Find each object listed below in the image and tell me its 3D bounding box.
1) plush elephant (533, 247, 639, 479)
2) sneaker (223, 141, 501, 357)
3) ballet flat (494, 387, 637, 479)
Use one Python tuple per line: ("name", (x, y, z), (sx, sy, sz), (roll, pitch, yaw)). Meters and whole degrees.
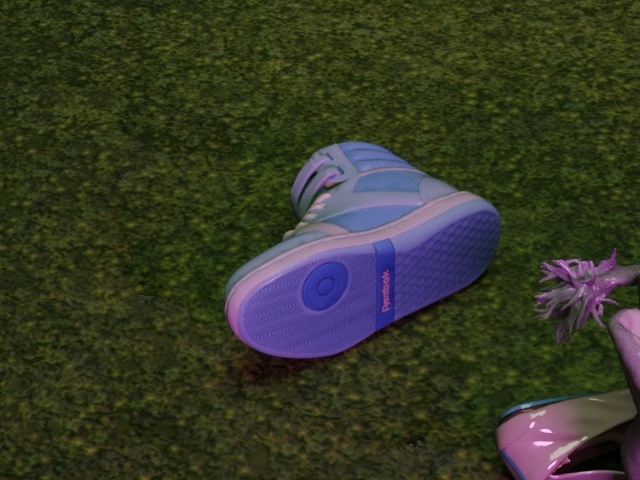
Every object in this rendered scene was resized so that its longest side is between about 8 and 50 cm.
("plush elephant", (0.321, 0.112, 1.095), (0.330, 0.272, 0.255), (-8, 53, 17))
("sneaker", (0.000, 0.000, 1.453), (0.319, 0.127, 0.208), (-16, 37, -35))
("ballet flat", (0.270, 0.160, 1.244), (0.248, 0.086, 0.086), (-14, 36, -13))
